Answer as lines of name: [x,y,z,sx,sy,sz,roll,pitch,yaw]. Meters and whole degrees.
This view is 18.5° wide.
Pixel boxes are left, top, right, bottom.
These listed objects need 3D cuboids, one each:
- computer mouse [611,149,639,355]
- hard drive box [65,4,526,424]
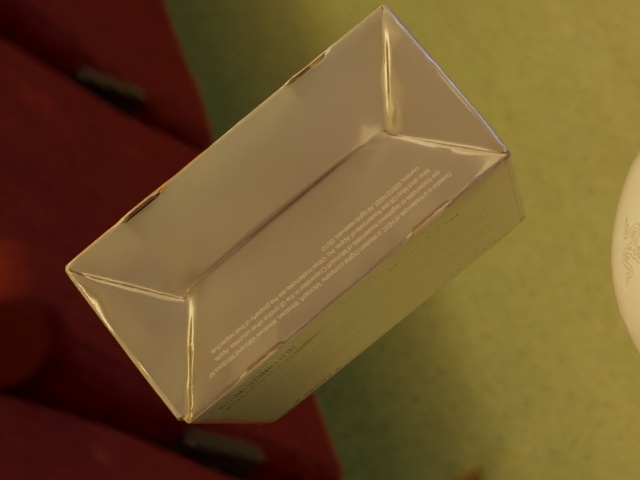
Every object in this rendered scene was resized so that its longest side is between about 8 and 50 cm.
computer mouse: [0.135,0.054,0.578,0.193,0.042,0.106,59,146,19]
hard drive box: [0.000,0.000,0.931,0.181,0.232,0.089,-39,80,2]
